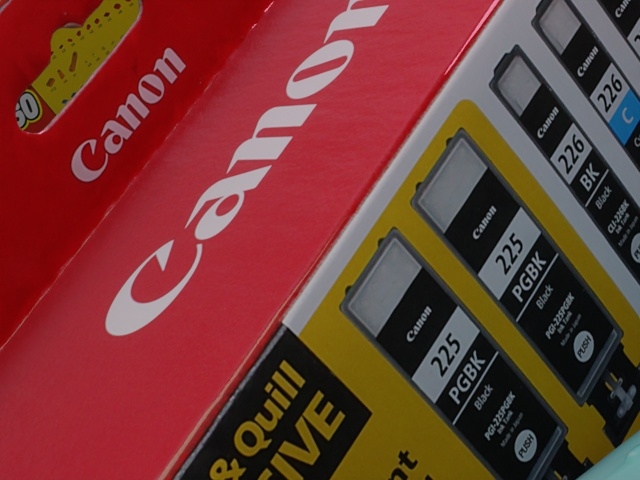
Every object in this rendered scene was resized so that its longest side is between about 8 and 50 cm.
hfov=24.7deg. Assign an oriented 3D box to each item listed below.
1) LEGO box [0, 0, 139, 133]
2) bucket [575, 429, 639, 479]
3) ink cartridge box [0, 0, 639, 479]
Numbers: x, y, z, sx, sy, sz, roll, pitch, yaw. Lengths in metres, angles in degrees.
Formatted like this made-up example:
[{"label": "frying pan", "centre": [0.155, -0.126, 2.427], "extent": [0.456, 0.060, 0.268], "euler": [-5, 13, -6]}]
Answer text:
[{"label": "LEGO box", "centre": [-0.046, -0.213, 1.117], "extent": [0.500, 0.193, 0.372], "euler": [-31, 24, 17]}, {"label": "bucket", "centre": [0.204, 0.105, 0.333], "extent": [0.183, 0.281, 0.281], "euler": [-42, 28, -7]}, {"label": "ink cartridge box", "centre": [0.020, 0.016, 0.462], "extent": [0.130, 0.272, 0.309], "euler": [3, 52, 51]}]
